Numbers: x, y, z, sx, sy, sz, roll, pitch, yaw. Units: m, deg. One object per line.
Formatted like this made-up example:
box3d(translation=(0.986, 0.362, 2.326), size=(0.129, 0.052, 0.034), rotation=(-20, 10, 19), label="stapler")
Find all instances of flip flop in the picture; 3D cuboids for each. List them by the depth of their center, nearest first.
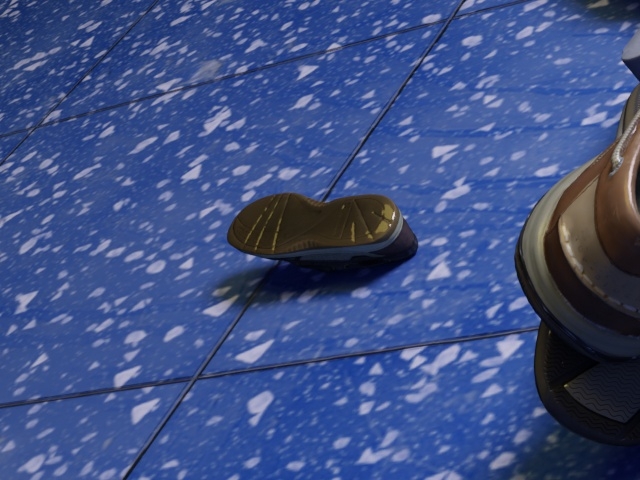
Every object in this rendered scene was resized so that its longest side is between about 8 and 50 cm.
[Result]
box3d(translation=(0.178, 0.012, 1.018), size=(0.080, 0.112, 0.277), rotation=(-54, 10, 44), label="flip flop")

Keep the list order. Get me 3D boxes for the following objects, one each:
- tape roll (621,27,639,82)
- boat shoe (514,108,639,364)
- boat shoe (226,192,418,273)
box3d(translation=(0.296, -0.158, 1.160), size=(0.219, 0.072, 0.219), rotation=(-40, 5, 4), label="tape roll")
box3d(translation=(0.234, -0.063, 0.936), size=(0.324, 0.122, 0.120), rotation=(-44, -7, -29), label="boat shoe")
box3d(translation=(0.000, 0.000, 1.285), size=(0.152, 0.049, 0.056), rotation=(3, 57, 43), label="boat shoe")
